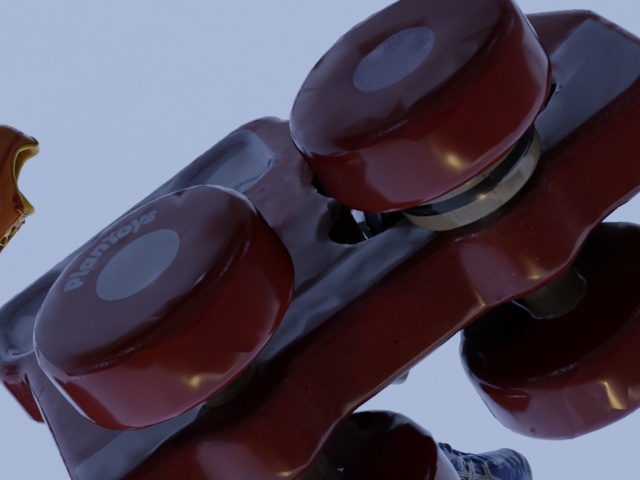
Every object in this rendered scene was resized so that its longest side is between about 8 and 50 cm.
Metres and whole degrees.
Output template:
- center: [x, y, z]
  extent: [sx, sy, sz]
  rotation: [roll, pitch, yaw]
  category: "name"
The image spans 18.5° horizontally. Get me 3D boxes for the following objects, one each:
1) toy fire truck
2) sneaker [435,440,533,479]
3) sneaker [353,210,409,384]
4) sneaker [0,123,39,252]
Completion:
- center: [0.000, 0.000, 0.832]
  extent: [0.302, 0.169, 0.254]
  rotation: [-39, -151, -3]
  category: "toy fire truck"
- center: [0.106, 0.201, 1.618]
  extent: [0.080, 0.081, 0.211]
  rotation: [11, -164, 39]
  category: "sneaker"
- center: [0.014, 0.016, 1.654]
  extent: [0.118, 0.083, 0.222]
  rotation: [6, -129, -10]
  category: "sneaker"
- center: [-0.277, -0.014, 1.632]
  extent: [0.067, 0.064, 0.175]
  rotation: [16, -102, -3]
  category: "sneaker"
